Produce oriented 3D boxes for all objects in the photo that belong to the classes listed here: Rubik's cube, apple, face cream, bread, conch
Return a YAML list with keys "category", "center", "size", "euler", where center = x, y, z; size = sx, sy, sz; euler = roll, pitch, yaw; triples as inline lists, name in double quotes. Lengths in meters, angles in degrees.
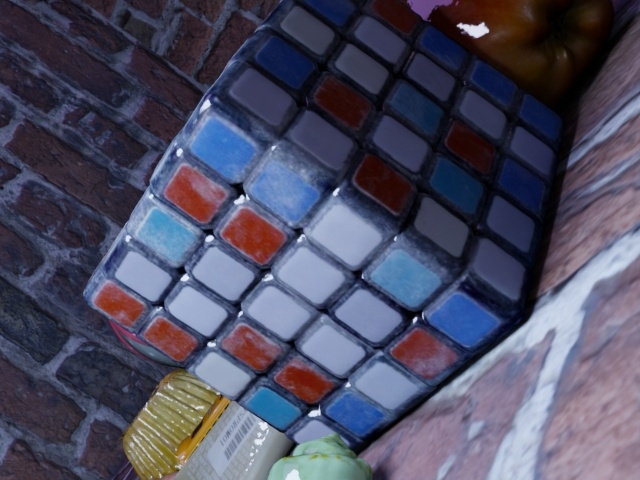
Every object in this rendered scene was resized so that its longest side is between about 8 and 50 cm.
- category: "Rubik's cube"
  center: [0.011, -0.028, 0.838]
  size: [0.292, 0.293, 0.287]
  euler: [-47, 10, 41]
- category: "apple"
  center: [0.176, -0.213, 0.955]
  size: [0.234, 0.234, 0.234]
  euler: [-54, 7, 9]
- category: "face cream"
  center: [-0.059, 0.197, 1.087]
  size: [0.137, 0.084, 0.341]
  euler: [35, 91, 45]
- category: "bread"
  center: [-0.250, 0.322, 1.622]
  size: [0.240, 0.139, 0.240]
  euler: [-53, 3, 5]
- category: "conch"
  center: [-0.017, 0.230, 0.718]
  size: [0.105, 0.079, 0.170]
  euler: [105, -172, -62]

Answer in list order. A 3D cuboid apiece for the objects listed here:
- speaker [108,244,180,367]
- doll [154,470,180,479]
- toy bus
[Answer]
- category: "speaker"
  center: [-0.228, 0.083, 1.582]
  size: [0.294, 0.294, 0.294]
  euler: [-54, 7, 9]
- category: "doll"
  center: [-0.300, 0.469, 1.422]
  size: [0.303, 0.156, 0.201]
  euler: [-26, -1, 2]
- category: "toy bus"
  center: [-0.127, 0.264, 1.239]
  size: [0.194, 0.088, 0.083]
  euler: [-54, 8, 8]
